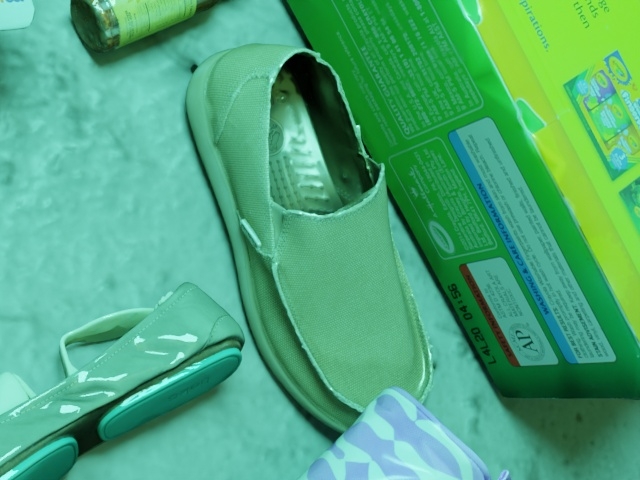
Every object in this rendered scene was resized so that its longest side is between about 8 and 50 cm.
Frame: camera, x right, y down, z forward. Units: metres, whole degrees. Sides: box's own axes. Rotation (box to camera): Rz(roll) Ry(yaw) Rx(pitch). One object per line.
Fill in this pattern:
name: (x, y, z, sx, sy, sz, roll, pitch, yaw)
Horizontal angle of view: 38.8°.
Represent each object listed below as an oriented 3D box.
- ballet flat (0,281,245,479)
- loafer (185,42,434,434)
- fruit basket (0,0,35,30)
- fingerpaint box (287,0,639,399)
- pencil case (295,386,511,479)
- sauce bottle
ballet flat: (-0.138, 0.090, 0.490, 0.213, 0.072, 0.068, -30, 69, -31)
loafer: (0.000, 0.000, 0.559, 0.102, 0.092, 0.268, -28, 95, -30)
fruit basket: (-0.332, -0.219, 0.372, 0.353, 0.165, 0.327, -18, 90, -30)
fingerpaint box: (0.193, -0.171, 0.660, 0.371, 0.163, 0.444, -34, 98, -29)
pencil case: (0.004, 0.177, 0.501, 0.206, 0.088, 0.086, -47, 149, -8)
sauce bottle: (-0.092, -0.157, 0.568, 0.128, 0.042, 0.042, -34, 98, -32)
